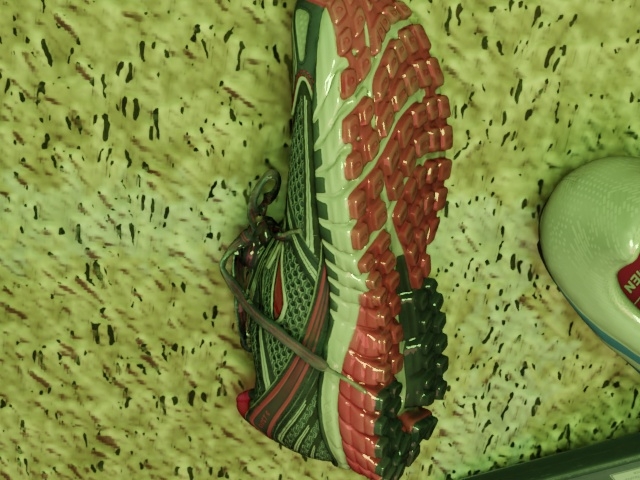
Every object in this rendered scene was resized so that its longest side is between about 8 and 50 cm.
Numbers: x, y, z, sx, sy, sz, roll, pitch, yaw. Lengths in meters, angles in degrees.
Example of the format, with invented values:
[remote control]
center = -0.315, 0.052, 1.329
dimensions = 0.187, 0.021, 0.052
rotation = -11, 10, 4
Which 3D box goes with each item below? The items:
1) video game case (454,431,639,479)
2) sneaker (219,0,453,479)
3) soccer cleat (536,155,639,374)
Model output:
[video game case]
center = 0.211, 0.230, 1.273
dimensions = 0.196, 0.026, 0.274
rotation = -19, 127, 29
[sneaker]
center = 0.000, 0.000, 1.076
dimensions = 0.112, 0.121, 0.299
rotation = 14, 121, 24
[soccer cleat]
center = 0.255, 0.080, 1.086
dimensions = 0.331, 0.143, 0.116
rotation = 39, 85, -15
